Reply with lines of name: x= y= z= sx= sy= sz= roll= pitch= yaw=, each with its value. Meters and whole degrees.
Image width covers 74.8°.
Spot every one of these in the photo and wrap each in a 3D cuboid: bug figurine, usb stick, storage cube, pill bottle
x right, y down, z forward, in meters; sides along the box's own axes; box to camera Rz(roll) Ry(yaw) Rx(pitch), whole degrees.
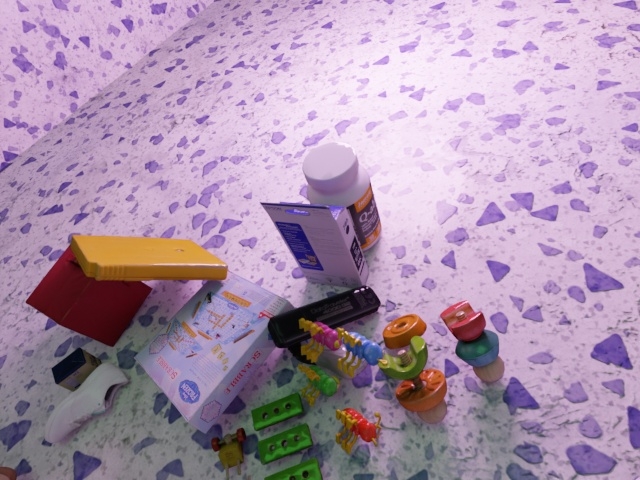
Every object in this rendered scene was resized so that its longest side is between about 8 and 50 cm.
bug figurine: x=0.041 y=0.262 z=0.818 sx=0.072 sy=0.279 sz=0.216 roll=-20 pitch=32 yaw=-37
usb stick: x=0.014 y=0.167 z=0.944 sx=0.278 sy=0.045 sz=0.077 roll=-15 pitch=55 yaw=-30
storage cube: x=-0.632 y=0.153 z=1.162 sx=0.183 sy=0.215 sz=0.193 roll=16 pitch=66 yaw=29
pill bottle: x=0.057 y=-0.102 z=1.071 sx=0.162 sy=0.278 sz=0.162 roll=-10 pitch=51 yaw=12

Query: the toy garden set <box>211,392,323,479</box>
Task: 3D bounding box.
toy garden set: x=-0.102 y=0.458 z=0.827 sx=0.204 sy=0.049 sz=0.244 roll=-21 pitch=49 yaw=0

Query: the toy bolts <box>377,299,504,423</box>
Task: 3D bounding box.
toy bolts: x=0.250 y=0.239 z=0.855 sx=0.228 sy=0.158 sz=0.218 roll=-29 pitch=7 yaw=8

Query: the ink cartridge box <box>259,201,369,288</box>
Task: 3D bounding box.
ink cartridge box: x=0.000 y=0.000 z=0.972 sx=0.165 sy=0.333 sz=0.065 roll=7 pitch=58 yaw=24

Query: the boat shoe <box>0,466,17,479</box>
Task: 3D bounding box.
boat shoe: x=-0.816 y=0.599 z=0.938 sx=0.324 sy=0.123 sz=0.116 roll=-22 pitch=14 yaw=13

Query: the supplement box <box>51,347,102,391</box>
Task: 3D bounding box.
supplement box: x=-0.627 y=0.339 z=1.086 sx=0.083 sy=0.083 sz=0.056 roll=-38 pitch=50 yaw=-13

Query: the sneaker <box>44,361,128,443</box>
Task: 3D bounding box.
sneaker: x=-0.567 y=0.406 z=1.023 sx=0.094 sy=0.080 sz=0.212 roll=26 pitch=63 yaw=21

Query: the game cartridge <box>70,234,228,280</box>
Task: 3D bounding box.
game cartridge: x=-0.447 y=0.045 z=1.090 sx=0.285 sy=0.323 sz=0.053 roll=22 pitch=106 yaw=51

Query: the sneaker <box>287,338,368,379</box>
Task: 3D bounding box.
sneaker: x=0.005 y=0.240 z=0.954 sx=0.237 sy=0.085 sz=0.086 roll=16 pitch=27 yaw=37

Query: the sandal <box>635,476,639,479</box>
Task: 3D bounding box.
sandal: x=0.498 y=0.505 z=0.493 sx=0.169 sy=0.102 sz=0.416 roll=11 pitch=49 yaw=-12

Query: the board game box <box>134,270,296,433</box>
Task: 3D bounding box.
board game box: x=-0.255 y=0.233 z=1.005 sx=0.318 sy=0.066 sz=0.318 roll=18 pitch=59 yaw=47
